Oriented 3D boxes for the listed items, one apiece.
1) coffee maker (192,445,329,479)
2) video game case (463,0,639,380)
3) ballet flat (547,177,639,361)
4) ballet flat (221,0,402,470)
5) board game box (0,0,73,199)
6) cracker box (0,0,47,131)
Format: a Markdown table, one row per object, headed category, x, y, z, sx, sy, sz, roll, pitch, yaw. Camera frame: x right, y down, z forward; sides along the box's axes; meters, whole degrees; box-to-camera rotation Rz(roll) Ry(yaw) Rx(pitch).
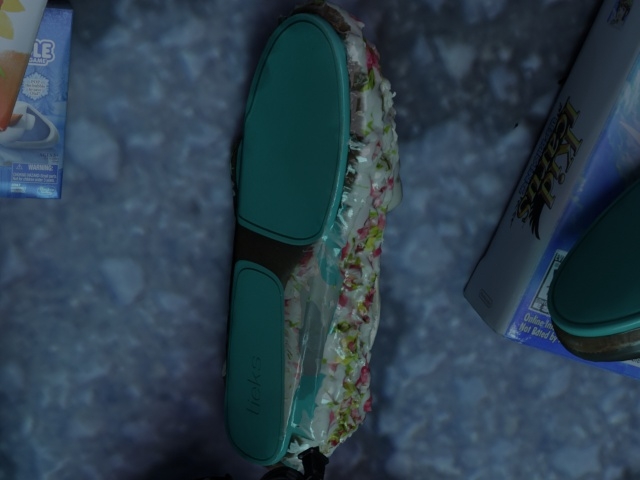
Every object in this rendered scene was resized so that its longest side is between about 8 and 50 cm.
| category | x | y | z | sx | sy | sz | roll | pitch | yaw |
| --- | --- | --- | --- | --- | --- | --- | --- | --- | --- |
| coffee maker | -0.010 | 0.201 | 0.642 | 0.171 | 0.120 | 0.178 | -24 | 137 | 36 |
| video game case | 0.247 | -0.030 | 0.674 | 0.269 | 0.061 | 0.244 | 17 | 105 | -21 |
| ballet flat | 0.230 | -0.032 | 0.587 | 0.280 | 0.095 | 0.096 | -45 | 126 | 5 |
| ballet flat | 0.000 | 0.000 | 0.618 | 0.077 | 0.091 | 0.241 | -14 | 123 | -43 |
| board game box | -0.159 | -0.064 | 0.570 | 0.090 | 0.020 | 0.090 | 2 | 109 | -16 |
| cracker box | -0.163 | -0.176 | 0.488 | 0.156 | 0.067 | 0.232 | 17 | 100 | -21 |
